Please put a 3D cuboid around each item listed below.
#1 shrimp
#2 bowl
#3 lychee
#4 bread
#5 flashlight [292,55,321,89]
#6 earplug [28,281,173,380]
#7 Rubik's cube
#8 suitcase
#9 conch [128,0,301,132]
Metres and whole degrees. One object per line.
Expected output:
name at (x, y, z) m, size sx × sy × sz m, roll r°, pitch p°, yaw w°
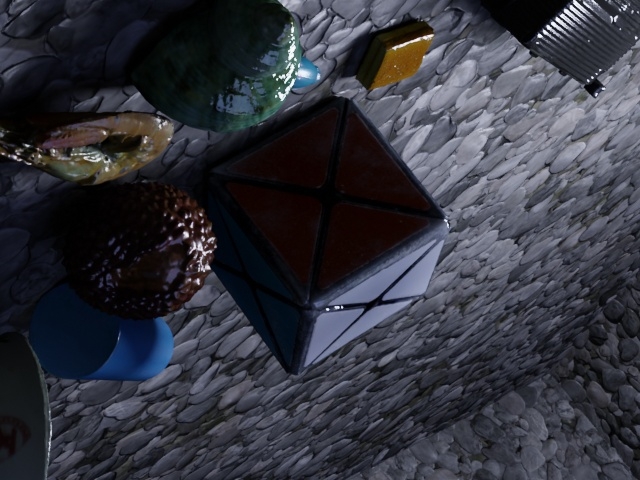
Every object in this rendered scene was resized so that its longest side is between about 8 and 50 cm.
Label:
shrimp at (-0.266, -0.110, 1.502) m, size 0.145 × 0.061 × 0.267 m, roll -25°, pitch 161°, yaw 32°
bowl at (-0.477, 0.277, 1.722) m, size 0.158 × 0.337 × 0.337 m, roll 9°, pitch 134°, yaw -32°
lychee at (-0.222, 0.005, 1.706) m, size 0.188 × 0.188 × 0.188 m, roll -32°, pitch 159°, yaw -14°
bread at (0.102, -0.254, 1.868) m, size 0.094 × 0.035 × 0.090 m, roll -23°, pitch 154°, yaw -34°
flashlight at (-0.036, -0.215, 1.709) m, size 0.051 × 0.051 × 0.129 m, roll -47°, pitch 161°, yaw 22°
earplug at (-0.292, 0.141, 1.934) m, size 0.132 × 0.132 × 0.273 m, roll -40°, pitch 163°, yaw 5°
Rubik's cube at (0.000, 0.000, 1.922) m, size 0.255 × 0.259 × 0.260 m, roll -30°, pitch 157°, yaw -18°
suitcase at (0.381, -0.357, 1.940) m, size 0.229 × 0.152 × 0.335 m, roll -46°, pitch 158°, yaw 16°
conch at (-0.102, -0.202, 1.530) m, size 0.176 × 0.122 × 0.188 m, roll 21°, pitch 118°, yaw -38°
